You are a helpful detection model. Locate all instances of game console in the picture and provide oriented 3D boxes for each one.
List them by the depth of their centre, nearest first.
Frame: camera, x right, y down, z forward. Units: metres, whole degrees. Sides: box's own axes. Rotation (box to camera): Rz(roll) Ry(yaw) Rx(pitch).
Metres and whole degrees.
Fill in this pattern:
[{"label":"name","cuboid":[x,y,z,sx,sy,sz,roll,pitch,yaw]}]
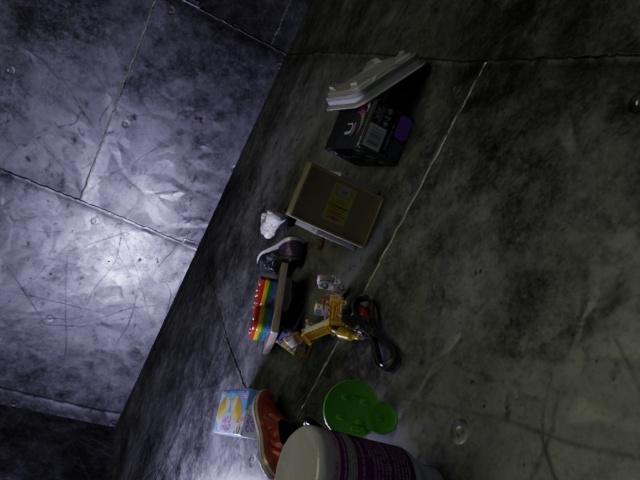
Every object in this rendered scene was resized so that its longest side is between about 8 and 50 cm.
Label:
[{"label":"game console","cuboid":[-0.090,-0.122,2.191,0.107,0.071,0.122,-45,14,-27]}]

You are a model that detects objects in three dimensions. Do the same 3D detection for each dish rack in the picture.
[{"label":"dish rack","cuboid":[0.162,-0.531,1.768,0.286,0.072,0.333,-34,21,-9]}]

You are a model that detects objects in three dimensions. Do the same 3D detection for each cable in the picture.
[{"label":"cable","cuboid":[0.137,0.238,1.403,0.139,0.072,0.287,-52,36,-6]}]

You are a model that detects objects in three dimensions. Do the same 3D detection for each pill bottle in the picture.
[{"label":"pill bottle","cuboid":[0.082,0.456,0.994,0.169,0.302,0.169,-47,31,40]}]

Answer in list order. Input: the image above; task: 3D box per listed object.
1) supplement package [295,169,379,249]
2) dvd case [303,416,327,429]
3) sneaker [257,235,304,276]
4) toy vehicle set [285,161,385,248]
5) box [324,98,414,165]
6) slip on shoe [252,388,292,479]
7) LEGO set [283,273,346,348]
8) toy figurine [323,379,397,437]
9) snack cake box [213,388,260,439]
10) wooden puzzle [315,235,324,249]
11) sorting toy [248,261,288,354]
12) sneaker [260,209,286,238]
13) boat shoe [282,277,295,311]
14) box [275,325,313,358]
[{"label":"supplement package","cuboid":[0.050,-0.104,1.719,0.203,0.149,0.194,-67,24,2]},{"label":"dvd case","cuboid":[0.016,0.558,1.248,0.180,0.022,0.252,-178,81,-65]},{"label":"sneaker","cuboid":[-0.166,0.090,2.061,0.283,0.107,0.124,-37,45,49]},{"label":"toy vehicle set","cuboid":[0.048,-0.101,1.580,0.165,0.267,0.035,-67,24,-1]},{"label":"box","cuboid":[0.148,-0.340,1.726,0.270,0.144,0.165,18,85,66]},{"label":"slip on shoe","cuboid":[-0.133,0.563,1.604,0.101,0.123,0.331,-31,24,2]},{"label":"LEGO set","cuboid":[0.000,0.211,1.602,0.107,0.132,0.287,-89,25,-56]},{"label":"toy figurine","cuboid":[0.078,0.405,1.274,0.159,0.173,0.130,122,163,-71]},{"label":"snack cake box","cuboid":[-0.271,0.600,1.856,0.264,0.089,0.152,-27,45,56]},{"label":"wooden puzzle","cuboid":[0.000,0.000,1.907,0.049,0.006,0.083,-32,42,52]},{"label":"sorting toy","cuboid":[-0.191,0.237,1.893,0.255,0.090,0.256,114,165,-59]},{"label":"sneaker","cuboid":[-0.205,-0.065,2.304,0.232,0.091,0.115,164,118,-73]},{"label":"boat shoe","cuboid":[-0.116,0.198,1.941,0.046,0.038,0.125,-10,65,30]},{"label":"box","cuboid":[-0.088,0.330,1.750,0.169,0.054,0.059,10,79,65]}]
